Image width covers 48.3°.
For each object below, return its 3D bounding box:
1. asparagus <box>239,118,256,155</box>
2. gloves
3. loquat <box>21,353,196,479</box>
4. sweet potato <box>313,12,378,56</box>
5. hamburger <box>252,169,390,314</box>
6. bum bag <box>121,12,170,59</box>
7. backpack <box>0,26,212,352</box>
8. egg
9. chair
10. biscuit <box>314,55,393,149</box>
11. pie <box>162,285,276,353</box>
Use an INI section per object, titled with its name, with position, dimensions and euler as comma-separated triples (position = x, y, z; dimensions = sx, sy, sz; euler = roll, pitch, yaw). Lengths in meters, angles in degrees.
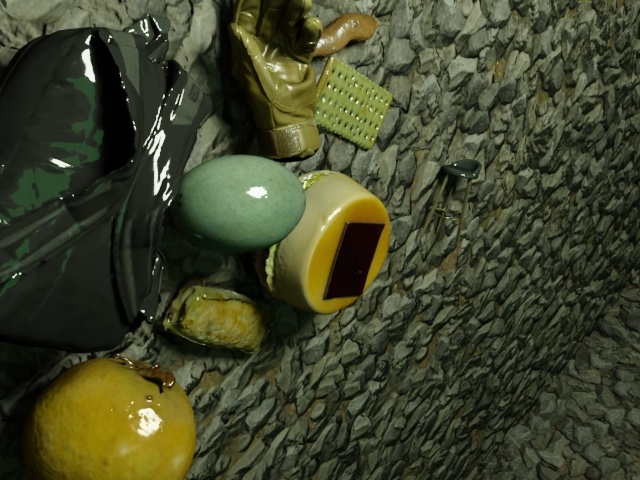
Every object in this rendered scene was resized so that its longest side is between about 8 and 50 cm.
[asparagus]
position = -0.123, -0.192, 1.296
dimensions = 0.023, 0.022, 0.233
euler = 23, 97, -7
[gloves]
position = -0.072, -0.291, 1.193
dimensions = 0.154, 0.141, 0.331
euler = -12, 122, -6
[loquat]
position = -0.329, 0.313, 1.163
dimensions = 0.275, 0.275, 0.275
euler = -26, 129, -37
[sweet potato]
position = 0.035, -0.386, 1.336
dimensions = 0.218, 0.051, 0.065
euler = -31, 134, -34
[hamburger]
position = 0.000, 0.000, 1.421
dimensions = 0.300, 0.176, 0.300
euler = -26, 128, -38
[bum bag]
position = -0.261, -0.243, 1.088
dimensions = 0.087, 0.049, 0.198
euler = -22, 126, -44
[backpack]
position = -0.331, -0.066, 0.956
dimensions = 0.363, 0.255, 0.446
euler = 19, 94, -55
[egg]
position = -0.138, -0.062, 1.224
dimensions = 0.236, 0.169, 0.169
euler = -4, 117, -19
[chair]
position = 0.325, -0.104, 1.800
dimensions = 0.095, 0.104, 0.221
euler = 9, 108, -33
[biscuit]
position = 0.064, -0.274, 1.465
dimensions = 0.231, 0.016, 0.139
euler = 17, 97, -52
[pie]
position = -0.182, 0.160, 1.400
dimensions = 0.282, 0.068, 0.128
euler = 25, 93, -56
